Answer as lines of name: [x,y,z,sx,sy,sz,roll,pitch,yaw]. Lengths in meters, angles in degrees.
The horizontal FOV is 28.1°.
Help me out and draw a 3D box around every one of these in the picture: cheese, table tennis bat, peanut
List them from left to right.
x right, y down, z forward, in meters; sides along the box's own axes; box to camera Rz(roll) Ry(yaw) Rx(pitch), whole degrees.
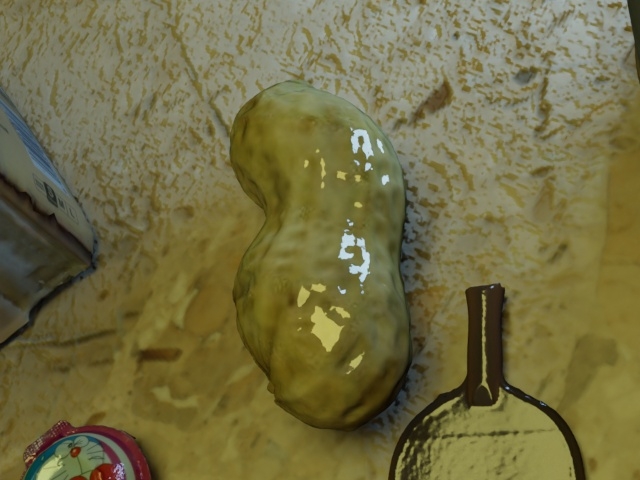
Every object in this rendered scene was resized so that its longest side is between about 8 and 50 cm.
cheese: [-0.130,0.165,0.737,0.095,0.038,0.145,-40,58,0]
peanut: [0.000,0.000,0.735,0.103,0.098,0.229,2,60,-8]
table tennis bat: [0.073,0.086,0.651,0.107,0.119,0.170,-5,66,18]

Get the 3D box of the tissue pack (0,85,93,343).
tissue pack: [-0.320,-0.056,0.759,0.238,0.305,0.239,-8,63,16]

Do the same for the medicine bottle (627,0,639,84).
medicine bottle: [0.267,-0.137,0.618,0.237,0.232,0.238,-8,64,16]
